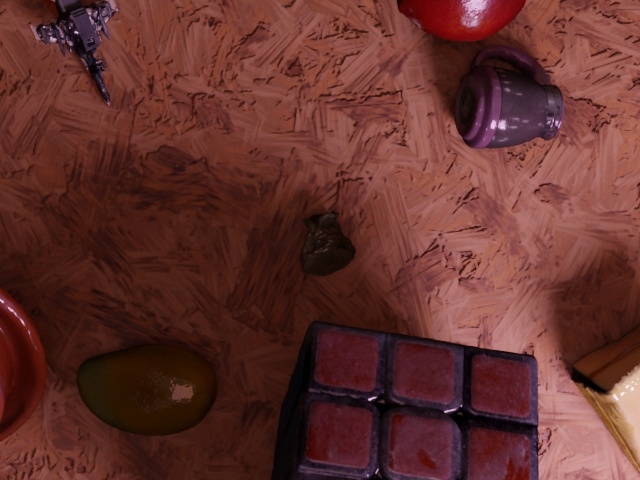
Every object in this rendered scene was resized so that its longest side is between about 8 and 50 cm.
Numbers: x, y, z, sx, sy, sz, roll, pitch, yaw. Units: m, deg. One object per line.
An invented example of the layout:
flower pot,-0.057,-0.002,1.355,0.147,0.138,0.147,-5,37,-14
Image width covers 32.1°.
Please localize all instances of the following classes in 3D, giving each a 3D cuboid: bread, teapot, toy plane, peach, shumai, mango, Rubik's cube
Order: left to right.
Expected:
toy plane,-0.323,-0.274,1.527,0.135,0.062,0.188,-29,97,-29
mango,-0.241,0.204,1.537,0.195,0.092,0.130,13,93,0
shumai,0.000,0.000,1.572,0.083,0.082,0.080,-19,56,-16
Rubik's cube,0.093,0.315,1.415,0.304,0.301,0.305,11,57,-4
peach,0.191,-0.357,1.504,0.197,0.197,0.197,0,92,-5
teapot,0.266,-0.193,1.568,0.146,0.148,0.116,3,128,-16
bread,0.505,0.250,1.563,0.168,0.163,0.264,-37,95,-3

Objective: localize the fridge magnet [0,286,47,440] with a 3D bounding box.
fridge magnet,-0.537,0.162,1.428,0.364,0.155,0.363,-1,127,-2
